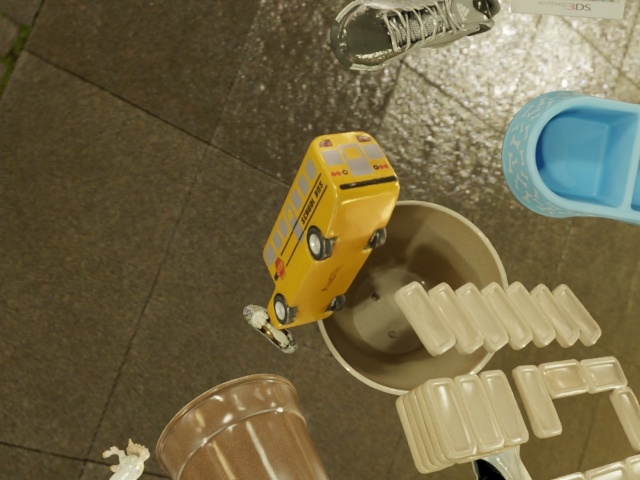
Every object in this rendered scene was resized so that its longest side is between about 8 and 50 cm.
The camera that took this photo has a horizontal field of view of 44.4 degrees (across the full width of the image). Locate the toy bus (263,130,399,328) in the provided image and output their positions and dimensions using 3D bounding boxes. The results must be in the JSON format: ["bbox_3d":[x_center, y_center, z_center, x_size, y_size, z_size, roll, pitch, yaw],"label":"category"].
[{"bbox_3d":[0.000,0.000,1.163,0.108,0.333,0.130,-12,60,-29],"label":"toy bus"}]

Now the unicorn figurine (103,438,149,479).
[{"bbox_3d":[-0.320,0.393,1.234,0.060,0.111,0.162,42,60,-47],"label":"unicorn figurine"}]

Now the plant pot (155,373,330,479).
[{"bbox_3d":[-0.061,0.255,0.807,0.166,0.165,0.167,-22,140,-19],"label":"plant pot"}]

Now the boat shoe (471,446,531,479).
[{"bbox_3d":[0.262,0.356,1.174,0.081,0.079,0.228,-53,141,-31],"label":"boat shoe"}]

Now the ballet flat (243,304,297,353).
[{"bbox_3d":[-0.085,0.145,1.321,0.114,0.041,0.041,39,67,12],"label":"ballet flat"}]

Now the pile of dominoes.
[{"bbox_3d":[0.168,0.129,0.644,0.251,0.040,0.196,2,60,-38],"label":"pile of dominoes"}]

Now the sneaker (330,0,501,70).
[{"bbox_3d":[0.127,-0.265,0.924,0.228,0.132,0.086,-25,103,-36],"label":"sneaker"}]

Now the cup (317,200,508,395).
[{"bbox_3d":[0.149,0.115,1.427,0.330,0.237,0.331,0,79,-2],"label":"cup"}]

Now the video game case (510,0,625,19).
[{"bbox_3d":[0.324,-0.368,1.001,0.019,0.143,0.157,-35,132,-58],"label":"video game case"}]

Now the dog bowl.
[{"bbox_3d":[0.383,-0.098,0.986,0.297,0.074,0.166,9,94,-2],"label":"dog bowl"}]
